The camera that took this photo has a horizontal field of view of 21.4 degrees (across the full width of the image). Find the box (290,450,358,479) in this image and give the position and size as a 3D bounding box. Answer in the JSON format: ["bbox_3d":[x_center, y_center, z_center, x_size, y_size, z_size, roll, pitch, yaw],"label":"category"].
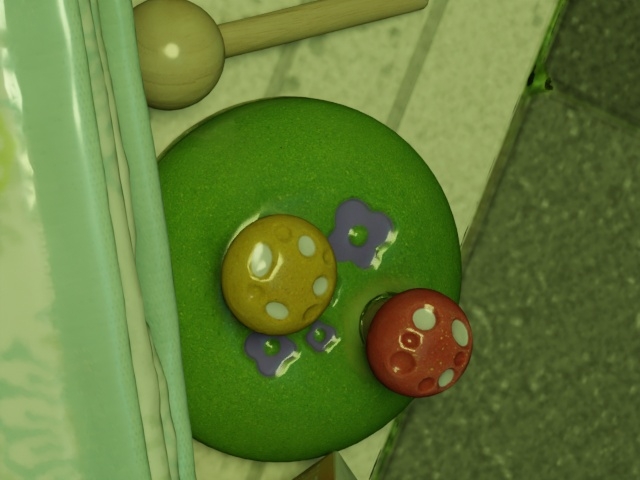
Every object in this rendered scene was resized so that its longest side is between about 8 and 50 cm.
[{"bbox_3d":[-0.020,0.183,0.758,0.130,0.170,0.091,-33,95,3],"label":"box"}]

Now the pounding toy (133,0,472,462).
[{"bbox_3d":[0.000,0.000,0.795,0.183,0.110,0.236,-9,102,-21],"label":"pounding toy"}]

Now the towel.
[{"bbox_3d":[-0.223,-0.010,0.655,0.321,0.090,0.374,-6,99,8],"label":"towel"}]
